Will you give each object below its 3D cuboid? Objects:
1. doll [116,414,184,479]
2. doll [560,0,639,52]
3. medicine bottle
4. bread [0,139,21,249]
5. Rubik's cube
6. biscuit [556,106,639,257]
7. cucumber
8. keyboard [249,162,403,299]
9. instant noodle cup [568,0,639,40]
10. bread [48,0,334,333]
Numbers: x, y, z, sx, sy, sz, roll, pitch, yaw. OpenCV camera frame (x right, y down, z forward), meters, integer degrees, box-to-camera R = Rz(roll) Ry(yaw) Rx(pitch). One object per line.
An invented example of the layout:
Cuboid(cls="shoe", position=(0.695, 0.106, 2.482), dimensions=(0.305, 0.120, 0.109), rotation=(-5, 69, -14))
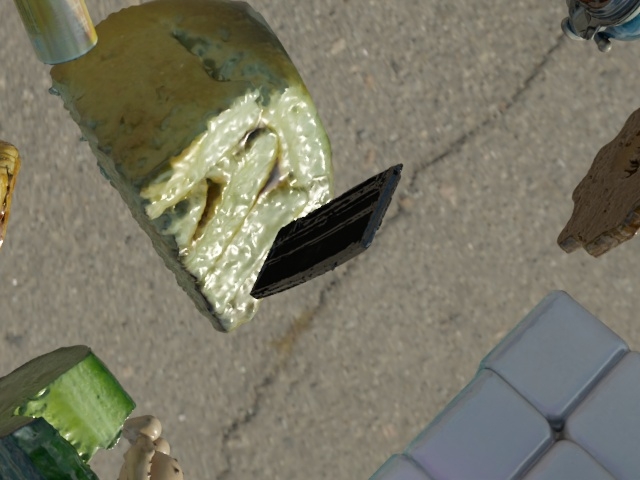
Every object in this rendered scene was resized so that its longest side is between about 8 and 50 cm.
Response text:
Cuboid(cls="doll", position=(-0.221, 0.349, 1.687), dimensions=(0.119, 0.278, 0.154), rotation=(-11, 122, 4))
Cuboid(cls="doll", position=(0.356, -0.282, 1.626), dimensions=(0.085, 0.152, 0.114), rotation=(15, 81, -27))
Cuboid(cls="medicine bottle", position=(-0.266, -0.269, 1.218), dimensions=(0.074, 0.074, 0.218), rotation=(-19, 123, -3))
Cuboid(cls="bread", position=(-0.220, -0.016, 0.856), dimensions=(0.044, 0.083, 0.110), rotation=(12, 105, -12))
Cuboid(cls="Rubik's cube", position=(0.194, 0.296, 1.152), dimensions=(0.316, 0.319, 0.322), rotation=(-43, 163, -21))
Cuboid(cls="biscuit", position=(0.339, -0.062, 1.476), dimensions=(0.034, 0.182, 0.215), rotation=(31, 119, -15))
Cuboid(cls="cucumber", position=(-0.313, 0.217, 1.528), dimensions=(0.191, 0.191, 0.130), rotation=(-28, 114, 4))
Cuboid(cls="keyboard", position=(0.000, 0.000, 1.167), dimensions=(0.017, 0.250, 0.087), rotation=(30, 67, -16))
Cuboid(cls="instant noodle cup", position=(0.171, -0.252, 0.981), dimensions=(0.125, 0.177, 0.208), rotation=(4, 108, -16))
Cuboid(cls="bread", position=(-0.115, -0.098, 1.593), dimensions=(0.264, 0.239, 0.395), rotation=(-40, 145, -10))
